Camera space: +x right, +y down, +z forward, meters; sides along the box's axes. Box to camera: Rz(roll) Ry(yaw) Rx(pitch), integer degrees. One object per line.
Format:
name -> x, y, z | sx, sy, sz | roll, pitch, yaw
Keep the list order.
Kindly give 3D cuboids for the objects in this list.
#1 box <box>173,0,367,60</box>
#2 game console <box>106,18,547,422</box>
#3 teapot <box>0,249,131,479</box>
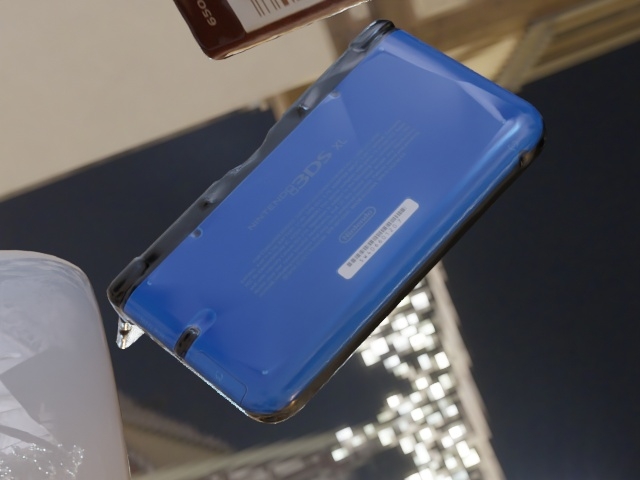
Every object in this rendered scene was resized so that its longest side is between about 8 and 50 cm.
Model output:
box -> 0.034, -0.189, 0.590 | 0.168, 0.203, 0.167 | -16, -73, 49
game console -> 0.000, 0.000, 1.318 | 0.250, 0.293, 0.173 | 35, -16, 33
teapot -> -0.175, 0.132, 0.744 | 0.256, 0.187, 0.252 | -114, -159, -53
